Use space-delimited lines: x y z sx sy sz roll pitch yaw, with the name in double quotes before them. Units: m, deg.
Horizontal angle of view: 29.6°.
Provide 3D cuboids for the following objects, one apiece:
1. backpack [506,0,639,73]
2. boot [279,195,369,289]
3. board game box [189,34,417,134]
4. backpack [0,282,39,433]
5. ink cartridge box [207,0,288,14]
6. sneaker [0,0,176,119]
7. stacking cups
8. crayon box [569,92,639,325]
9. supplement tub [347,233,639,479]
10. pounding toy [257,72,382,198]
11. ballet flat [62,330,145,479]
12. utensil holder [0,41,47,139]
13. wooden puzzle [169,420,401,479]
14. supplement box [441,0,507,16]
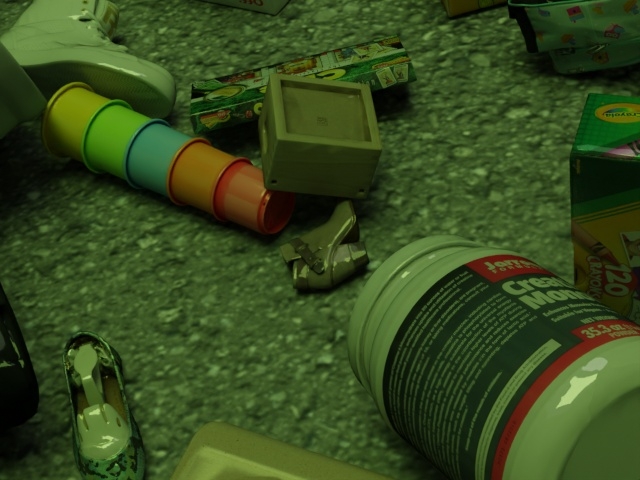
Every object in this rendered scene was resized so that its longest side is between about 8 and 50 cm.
"backpack" 0.328 -0.280 1.370 0.188 0.144 0.165 -7 40 40
"boot" 0.000 0.000 1.268 0.087 0.042 0.118 -16 46 2
"board game box" -0.024 -0.185 1.423 0.260 0.030 0.136 -14 25 1
"backpack" -0.478 0.123 1.141 0.356 0.273 0.290 -18 59 -24
"ink cartridge box" -0.124 -0.409 1.557 0.160 0.219 0.092 16 57 27
"sneaker" -0.280 -0.246 1.519 0.293 0.108 0.169 12 55 25
"stacking cups" -0.167 -0.094 1.362 0.316 0.096 0.096 20 55 27
"crayon box" 0.301 0.012 1.020 0.165 0.278 0.081 8 48 20
"supplement tub" 0.160 0.119 0.988 0.191 0.191 0.272 -32 35 -16
"pounding toy" 0.002 -0.110 1.298 0.130 0.100 0.141 5 43 -13
"ballet flat" -0.213 0.161 1.153 0.070 0.070 0.188 -21 47 -6
"utensil holder" -0.545 -0.144 1.303 0.385 0.327 0.327 -43 51 -7
"wooden puzzle" -0.014 0.324 0.933 0.322 0.080 0.347 15 48 17
"supplement box" 0.295 -0.448 1.508 0.357 0.195 0.194 -14 46 -1
